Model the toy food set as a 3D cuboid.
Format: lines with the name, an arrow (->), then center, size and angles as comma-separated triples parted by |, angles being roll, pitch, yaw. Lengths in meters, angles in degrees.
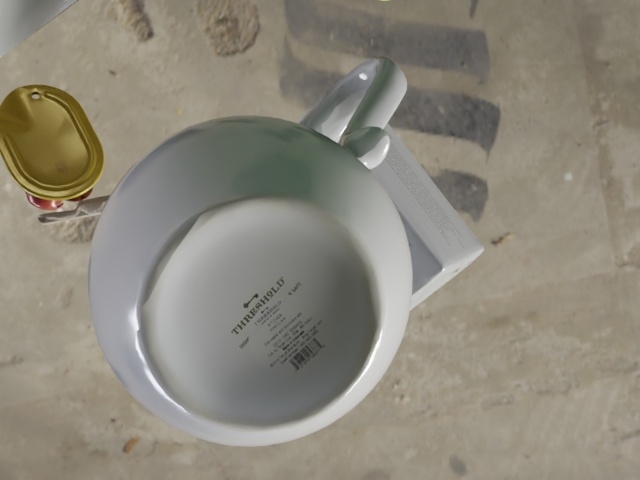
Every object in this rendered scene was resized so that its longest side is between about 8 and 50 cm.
toy food set -> -0.360, -0.102, 1.345 | 0.128, 0.218, 0.071 | -21, 162, -25

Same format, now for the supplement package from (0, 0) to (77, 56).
supplement package -> -0.318, -0.276, 0.867 | 0.203, 0.194, 0.149 | 17, 136, 26

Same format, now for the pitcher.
pitcher -> -0.016, -0.012, 0.431 | 0.125, 0.207, 0.178 | 40, 93, -12

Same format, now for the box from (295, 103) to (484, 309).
box -> 0.014, -0.002, 0.903 | 0.181, 0.119, 0.182 | -41, 80, 26
